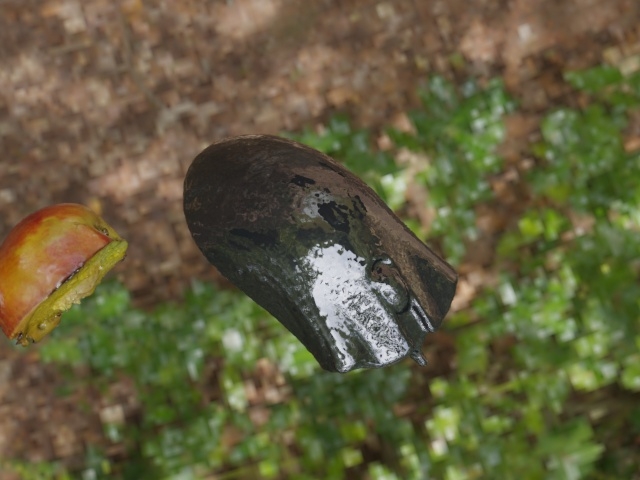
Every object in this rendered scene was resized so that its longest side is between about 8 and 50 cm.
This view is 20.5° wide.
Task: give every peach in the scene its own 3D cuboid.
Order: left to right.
[{"bbox_3d":[-0.168,0.015,1.096,0.098,0.061,0.098,-42,173,-6],"label":"peach"}]

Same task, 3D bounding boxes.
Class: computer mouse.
[{"bbox_3d":[0.000,0.000,1.442,0.147,0.264,0.088,-41,169,-31],"label":"computer mouse"}]
